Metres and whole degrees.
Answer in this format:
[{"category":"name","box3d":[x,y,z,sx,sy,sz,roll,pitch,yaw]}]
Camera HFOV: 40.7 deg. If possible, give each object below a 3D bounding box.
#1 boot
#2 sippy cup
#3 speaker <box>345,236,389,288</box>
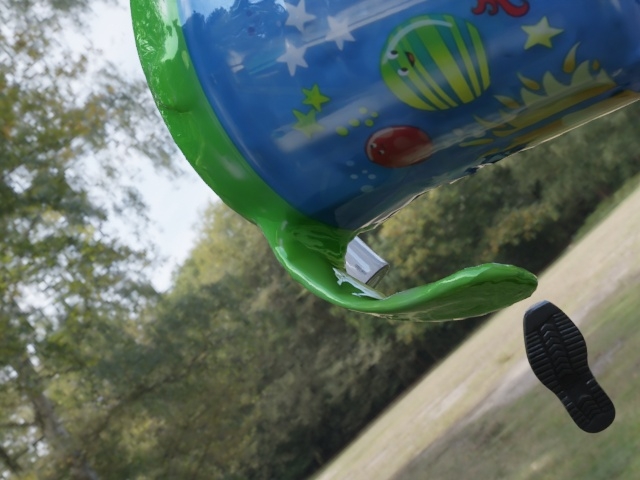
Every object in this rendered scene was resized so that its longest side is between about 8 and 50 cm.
[{"category":"boot","box3d":[0.309,0.149,1.156,0.077,0.198,0.137,-26,18,5]},{"category":"sippy cup","box3d":[0.060,-0.131,0.453,0.224,0.305,0.240,-13,16,39]},{"category":"speaker","box3d":[0.000,0.000,0.850,0.055,0.136,0.055,-44,-15,-16]}]
